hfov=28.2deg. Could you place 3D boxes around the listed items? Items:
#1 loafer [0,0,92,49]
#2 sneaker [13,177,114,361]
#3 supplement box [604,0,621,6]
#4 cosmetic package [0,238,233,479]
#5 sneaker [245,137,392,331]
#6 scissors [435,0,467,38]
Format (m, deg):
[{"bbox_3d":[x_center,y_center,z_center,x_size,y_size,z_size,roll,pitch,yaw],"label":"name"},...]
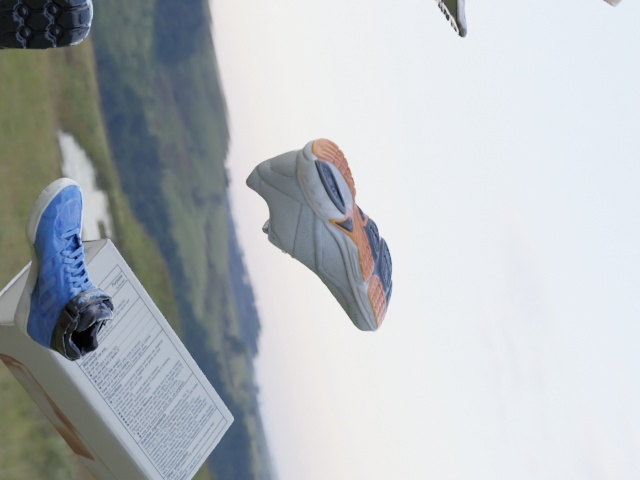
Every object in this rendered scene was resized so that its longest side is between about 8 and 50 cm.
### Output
[{"bbox_3d":[-0.311,-0.199,1.105,0.078,0.223,0.076,-116,-153,-64],"label":"loafer"},{"bbox_3d":[-0.203,0.029,1.056,0.058,0.085,0.152,-18,131,-55],"label":"sneaker"},{"bbox_3d":[0.325,-0.397,1.526,0.191,0.129,0.194,33,2,2],"label":"supplement box"},{"bbox_3d":[-0.252,0.158,1.515,0.153,0.129,0.296,-50,123,-36],"label":"cosmetic package"},{"bbox_3d":[0.000,0.000,1.531,0.262,0.121,0.099,67,28,-25],"label":"sneaker"},{"bbox_3d":[0.037,-0.110,0.473,0.297,0.021,0.109,-82,-162,-51],"label":"scissors"}]
